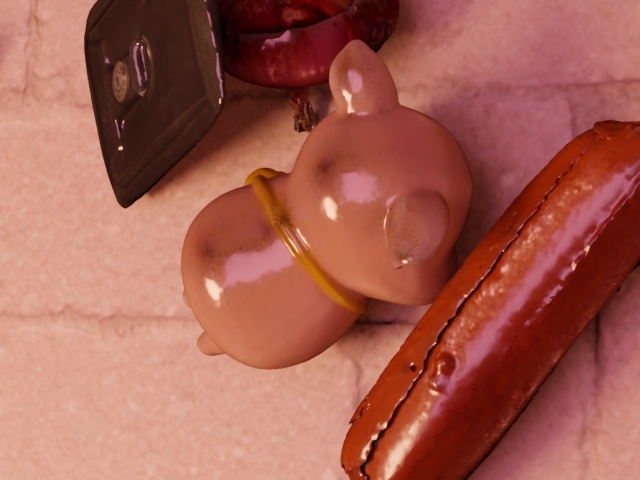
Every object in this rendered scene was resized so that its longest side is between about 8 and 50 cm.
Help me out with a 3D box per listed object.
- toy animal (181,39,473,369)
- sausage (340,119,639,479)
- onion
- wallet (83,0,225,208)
[{"bbox_3d":[-0.002,-0.003,1.352,0.248,0.149,0.165,-40,70,32],"label":"toy animal"},{"bbox_3d":[0.126,0.050,1.290,0.102,0.102,0.330,44,103,27],"label":"sausage"},{"bbox_3d":[-0.013,-0.142,1.409,0.150,0.140,0.150,-9,37,7],"label":"onion"},{"bbox_3d":[-0.121,-0.133,1.409,0.245,0.052,0.169,143,123,-64],"label":"wallet"}]
